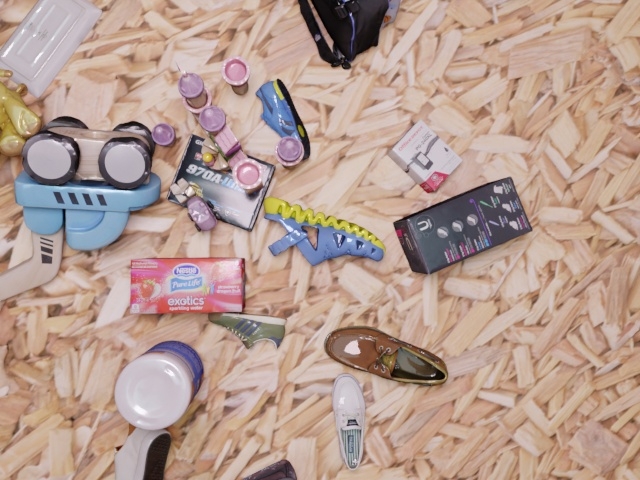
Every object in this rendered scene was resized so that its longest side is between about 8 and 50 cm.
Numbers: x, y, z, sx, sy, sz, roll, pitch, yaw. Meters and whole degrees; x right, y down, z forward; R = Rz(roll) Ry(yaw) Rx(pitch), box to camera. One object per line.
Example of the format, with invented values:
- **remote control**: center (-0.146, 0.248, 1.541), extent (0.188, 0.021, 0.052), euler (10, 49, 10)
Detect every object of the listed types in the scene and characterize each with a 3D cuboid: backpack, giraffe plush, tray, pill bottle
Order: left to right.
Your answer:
- **giraffe plush**: center (-0.731, -0.291, 1.227), extent (0.181, 0.170, 0.210), euler (-19, 102, -9)
- **tray**: center (-0.671, -0.498, 1.303), extent (0.145, 0.030, 0.270), euler (35, 86, -2)
- **pill bottle**: center (-0.340, 0.304, 1.182), extent (0.152, 0.272, 0.153), euler (0, 88, -4)
- **backpack**: center (0.058, -0.593, 1.252), extent (0.213, 0.276, 0.263), euler (-35, 84, -9)

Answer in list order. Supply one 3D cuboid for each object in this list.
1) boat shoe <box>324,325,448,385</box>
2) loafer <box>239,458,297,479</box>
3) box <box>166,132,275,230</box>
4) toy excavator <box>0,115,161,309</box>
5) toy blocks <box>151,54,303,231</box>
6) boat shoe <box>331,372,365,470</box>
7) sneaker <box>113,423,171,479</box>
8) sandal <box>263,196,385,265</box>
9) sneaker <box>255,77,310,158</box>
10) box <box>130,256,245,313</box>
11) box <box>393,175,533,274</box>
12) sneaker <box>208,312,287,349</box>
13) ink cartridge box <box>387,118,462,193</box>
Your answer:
- **boat shoe**: center (0.162, 0.280, 1.302), extent (0.307, 0.104, 0.111), euler (12, 88, -4)
- **loafer**: center (-0.193, 0.628, 1.288), extent (0.302, 0.095, 0.109), euler (-24, 120, 0)
- **box**: center (-0.241, -0.139, 1.312), extent (0.220, 0.051, 0.175), euler (21, 87, -3)
- **toy excavator**: center (-0.589, -0.043, 1.210), extent (0.432, 0.222, 0.446), euler (2, 111, -17)
- **toy blocks**: center (-0.225, -0.217, 1.159), extent (0.308, 0.260, 0.289), euler (-34, 90, -4)
- **boat shoe**: center (0.078, 0.443, 1.306), extent (0.083, 0.076, 0.227), euler (-8, 89, -5)
- **sneaker**: center (-0.441, 0.557, 1.272), extent (0.123, 0.105, 0.290), euler (21, 96, 32)
- **sandal**: center (0.000, 0.000, 1.299), extent (0.317, 0.126, 0.138), euler (17, 91, 5)
- **sneaker**: center (-0.093, -0.291, 1.327), extent (0.082, 0.069, 0.209), euler (-24, 95, 19)
- **box**: center (-0.308, 0.104, 1.264), extent (0.256, 0.122, 0.128), euler (0, 88, -4)
- **box**: center (0.336, -0.034, 1.294), extent (0.270, 0.165, 0.144), euler (-23, 90, -5)
- **sneaker**: center (-0.180, 0.221, 1.299), extent (0.192, 0.064, 0.086), euler (7, 83, -7)
- **ink cartridge box**: center (0.260, -0.211, 1.344), extent (0.150, 0.063, 0.109), euler (43, 86, -2)
